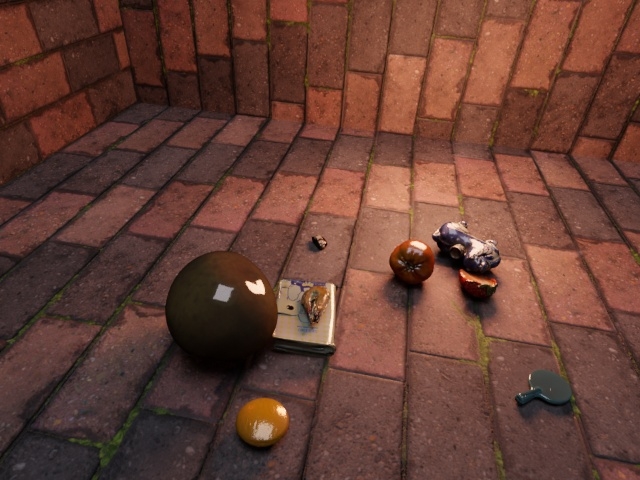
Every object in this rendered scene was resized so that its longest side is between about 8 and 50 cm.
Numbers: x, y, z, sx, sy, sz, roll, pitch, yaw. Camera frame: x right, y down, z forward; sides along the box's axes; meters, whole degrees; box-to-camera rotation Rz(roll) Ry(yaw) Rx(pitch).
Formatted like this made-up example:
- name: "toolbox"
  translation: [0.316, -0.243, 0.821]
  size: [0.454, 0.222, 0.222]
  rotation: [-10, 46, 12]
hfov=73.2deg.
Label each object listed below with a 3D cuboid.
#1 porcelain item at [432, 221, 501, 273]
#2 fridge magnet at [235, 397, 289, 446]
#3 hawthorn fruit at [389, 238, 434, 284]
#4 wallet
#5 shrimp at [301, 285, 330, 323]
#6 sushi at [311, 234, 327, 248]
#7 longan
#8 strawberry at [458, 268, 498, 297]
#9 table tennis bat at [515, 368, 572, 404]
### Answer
- name: "porcelain item"
  translation: [0.596, 0.035, 1.788]
  size: [0.186, 0.137, 0.288]
  rotation: [-24, 50, -40]
- name: "fridge magnet"
  translation: [-0.157, 0.493, 1.168]
  size: [0.143, 0.062, 0.143]
  rotation: [4, 35, -3]
- name: "hawthorn fruit"
  translation: [0.359, 0.079, 1.690]
  size: [0.190, 0.189, 0.189]
  rotation: [2, 36, -2]
- name: "wallet"
  translation: [-0.050, 0.255, 1.490]
  size: [0.224, 0.077, 0.309]
  rotation: [6, 34, -2]
- name: "shrimp"
  translation: [-0.019, 0.218, 1.466]
  size: [0.102, 0.042, 0.190]
  rotation: [-6, 32, 10]
- name: "sushi"
  translation: [0.000, 0.000, 1.865]
  size: [0.046, 0.044, 0.083]
  rotation: [-16, 43, -23]
- name: "longan"
  translation: [-0.304, 0.203, 1.345]
  size: [0.362, 0.360, 0.360]
  rotation: [2, 36, -2]
- name: "strawberry"
  translation: [0.593, 0.165, 1.666]
  size: [0.147, 0.082, 0.187]
  rotation: [13, 16, -25]
- name: "table tennis bat"
  translation: [0.676, 0.456, 1.319]
  size: [0.201, 0.033, 0.124]
  rotation: [-11, 37, -23]
